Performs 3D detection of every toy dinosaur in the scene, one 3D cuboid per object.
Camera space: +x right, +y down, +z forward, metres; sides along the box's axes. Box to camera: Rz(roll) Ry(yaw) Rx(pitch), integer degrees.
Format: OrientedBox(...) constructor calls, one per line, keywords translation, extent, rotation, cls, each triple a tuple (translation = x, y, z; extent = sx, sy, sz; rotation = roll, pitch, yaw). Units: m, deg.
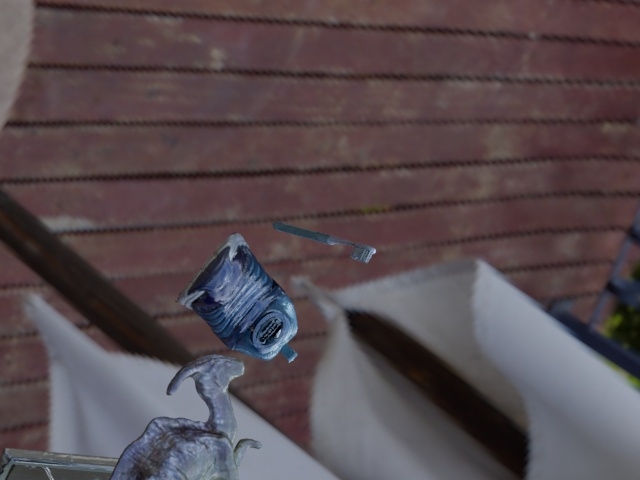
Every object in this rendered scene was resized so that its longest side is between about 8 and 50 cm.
OrientedBox(translation=(-0.150, 0.263, 1.845), extent=(0.162, 0.077, 0.294), rotation=(44, 52, -18), cls="toy dinosaur")

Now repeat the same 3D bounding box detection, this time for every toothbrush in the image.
OrientedBox(translation=(0.000, 0.000, 1.419), extent=(0.011, 0.167, 0.014), rotation=(33, 82, -30), cls="toothbrush")

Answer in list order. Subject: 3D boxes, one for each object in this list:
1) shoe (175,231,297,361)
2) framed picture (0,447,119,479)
OrientedBox(translation=(-0.072, 0.064, 1.675), extent=(0.091, 0.106, 0.207), rotation=(-49, 158, -5), cls="shoe")
OrientedBox(translation=(-0.341, 0.372, 2.211), extent=(0.232, 0.024, 0.315), rotation=(9, 139, -22), cls="framed picture")
